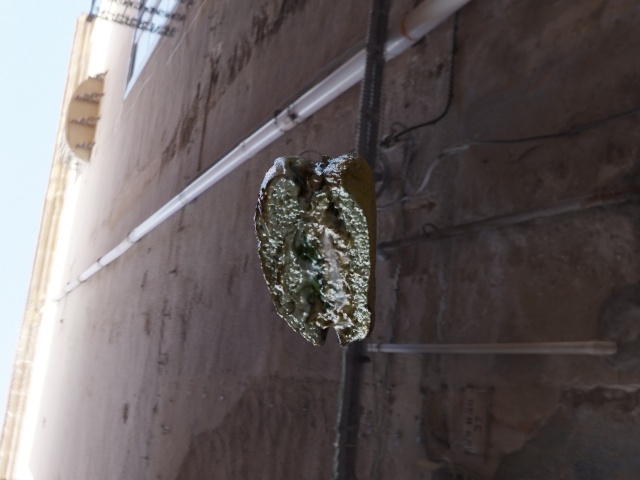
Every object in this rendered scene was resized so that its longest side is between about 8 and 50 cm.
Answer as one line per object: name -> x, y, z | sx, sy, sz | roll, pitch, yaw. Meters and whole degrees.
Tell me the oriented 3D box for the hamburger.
hamburger -> 0.000, 0.000, 1.009 | 0.144, 0.282, 0.156 | -1, -139, 5
